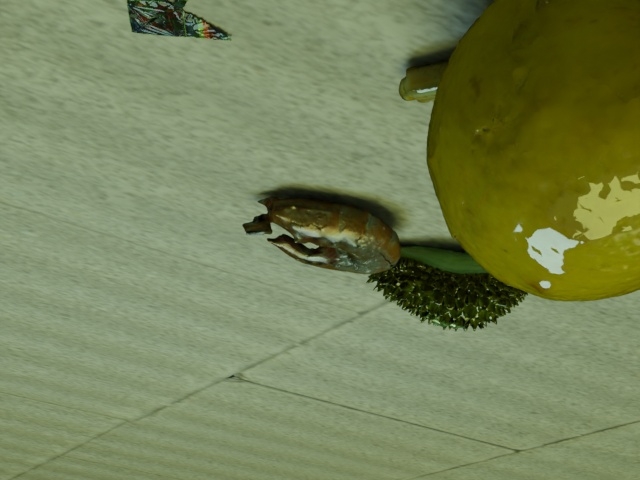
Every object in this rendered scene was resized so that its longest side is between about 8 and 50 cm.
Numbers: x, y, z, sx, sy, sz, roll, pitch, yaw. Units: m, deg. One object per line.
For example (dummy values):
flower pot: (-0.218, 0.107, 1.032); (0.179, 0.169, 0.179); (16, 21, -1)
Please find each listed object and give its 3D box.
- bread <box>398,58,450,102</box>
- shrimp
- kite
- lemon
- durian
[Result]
bread: (0.112, -0.144, 0.953); (0.088, 0.033, 0.049); (-6, 167, 30)
shrimp: (0.000, 0.003, 1.235); (0.188, 0.051, 0.132); (20, 139, -13)
kite: (-0.132, -0.195, 0.916); (0.122, 0.004, 0.090); (25, 148, -37)
lemon: (0.206, -0.080, 0.826); (0.261, 0.260, 0.284); (13, 172, -18)
durian: (0.150, 0.065, 1.320); (0.221, 0.095, 0.137); (14, 150, 4)
